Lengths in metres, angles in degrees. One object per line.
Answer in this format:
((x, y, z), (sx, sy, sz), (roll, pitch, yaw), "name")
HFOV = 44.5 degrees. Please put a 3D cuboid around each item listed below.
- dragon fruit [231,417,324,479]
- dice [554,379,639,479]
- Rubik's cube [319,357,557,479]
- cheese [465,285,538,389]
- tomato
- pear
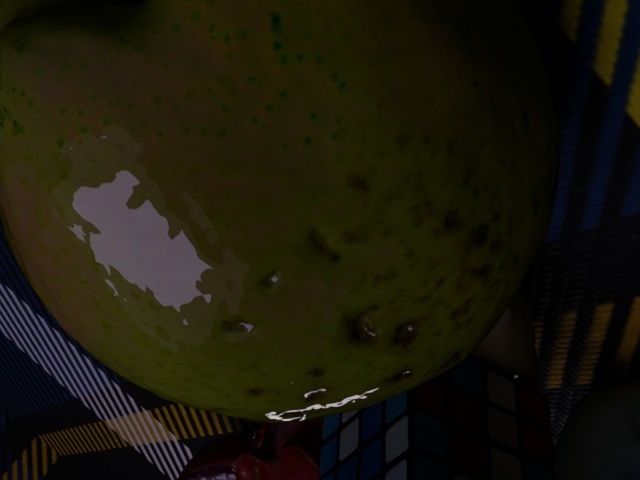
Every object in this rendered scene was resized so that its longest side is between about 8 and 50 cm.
((0.045, 0.333, 0.962), (0.386, 0.249, 0.371), (41, 170, 33), "dragon fruit")
((0.332, 0.311, 0.733), (0.264, 0.268, 0.263), (19, 141, 26), "dice")
((0.099, 0.205, 0.684), (0.155, 0.151, 0.154), (25, 133, -17), "Rubik's cube")
((0.098, 0.092, 0.758), (0.213, 0.117, 0.226), (-11, 132, 14), "cheese")
((-0.082, 0.459, 1.379), (0.289, 0.176, 0.335), (-35, 106, 34), "tomato")
((-0.044, -0.073, 0.515), (0.390, 0.391, 0.391), (24, 144, 19), "pear")
